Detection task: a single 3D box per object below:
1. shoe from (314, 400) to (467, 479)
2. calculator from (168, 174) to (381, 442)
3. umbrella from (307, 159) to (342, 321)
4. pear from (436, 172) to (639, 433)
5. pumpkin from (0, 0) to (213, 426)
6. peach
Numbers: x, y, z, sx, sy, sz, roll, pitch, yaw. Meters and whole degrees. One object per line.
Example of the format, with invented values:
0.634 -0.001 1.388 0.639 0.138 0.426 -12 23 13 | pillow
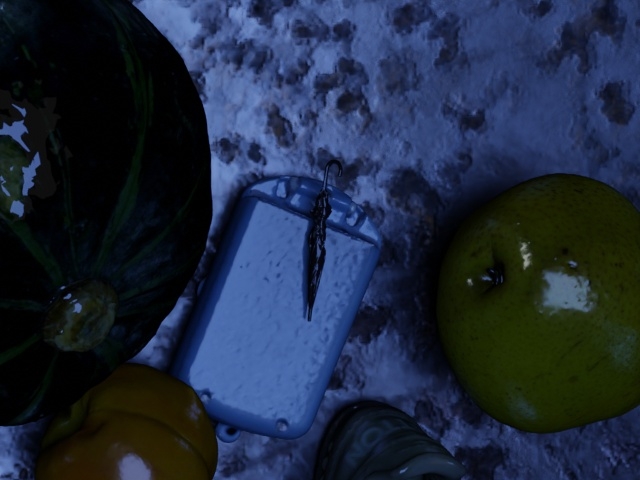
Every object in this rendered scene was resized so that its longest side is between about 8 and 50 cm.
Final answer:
0.045 0.274 1.250 0.109 0.149 0.292 4 92 -18 | shoe
-0.034 0.054 1.264 0.121 0.039 0.210 22 89 -16 | calculator
-0.002 0.000 1.241 0.022 0.013 0.122 10 91 -38 | umbrella
0.176 0.047 1.258 0.198 0.198 0.198 -1 95 -17 | pear
-0.203 -0.017 1.078 0.315 0.238 0.315 -29 140 -29 | pumpkin
-0.136 0.159 1.195 0.138 0.138 0.138 -1 95 -17 | peach
